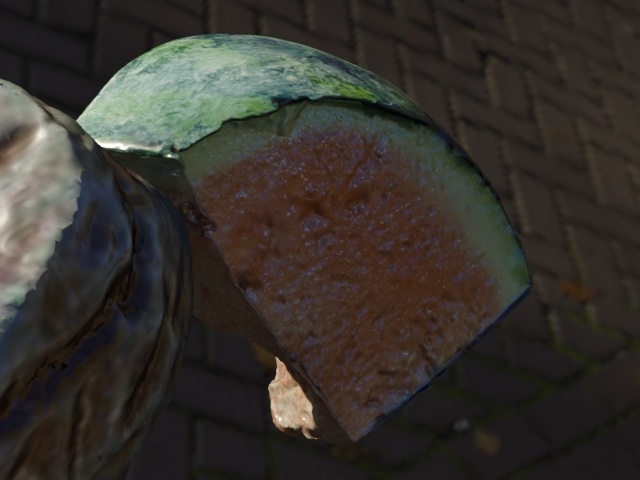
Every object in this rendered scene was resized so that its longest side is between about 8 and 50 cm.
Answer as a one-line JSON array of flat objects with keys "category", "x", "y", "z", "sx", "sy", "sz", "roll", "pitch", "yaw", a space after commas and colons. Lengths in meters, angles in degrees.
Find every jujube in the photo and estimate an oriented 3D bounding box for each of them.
[{"category": "jujube", "x": -0.196, "y": 0.053, "z": 0.832, "sx": 0.308, "sy": 0.215, "sz": 0.246, "roll": -32, "pitch": 60, "yaw": -25}]

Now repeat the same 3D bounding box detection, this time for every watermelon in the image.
[{"category": "watermelon", "x": 0.000, "y": 0.000, "z": 1.099, "sx": 0.148, "sy": 0.226, "sz": 0.318, "roll": 5, "pitch": -7, "yaw": 37}]
